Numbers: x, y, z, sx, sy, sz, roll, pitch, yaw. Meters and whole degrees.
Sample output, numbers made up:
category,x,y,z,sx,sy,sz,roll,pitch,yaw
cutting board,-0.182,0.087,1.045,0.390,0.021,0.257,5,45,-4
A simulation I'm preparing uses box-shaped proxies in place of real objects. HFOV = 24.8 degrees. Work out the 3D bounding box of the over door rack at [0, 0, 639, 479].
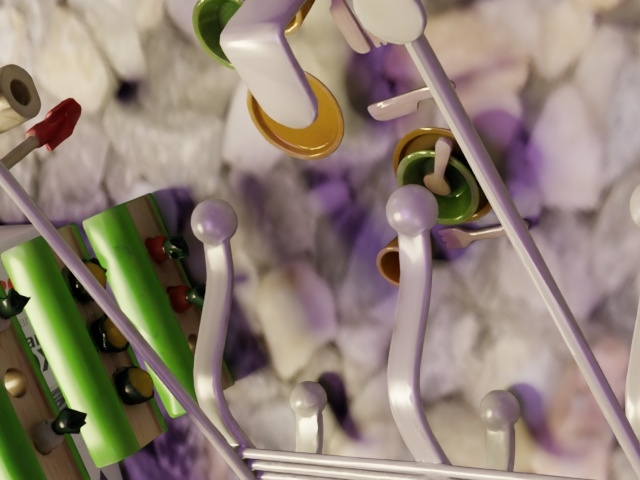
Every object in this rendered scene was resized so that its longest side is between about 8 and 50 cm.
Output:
category,x,y,z,sx,sy,sz,roll,pitch,yaw
over door rack,0.000,0.000,0.543,0.239,0.108,0.324,-2,146,38

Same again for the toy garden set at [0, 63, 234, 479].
category,x,y,z,sx,sy,sz,roll,pitch,yaw
toy garden set,-0.128,0.006,0.632,0.049,0.244,0.204,-22,93,27

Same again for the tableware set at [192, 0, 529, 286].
category,x,y,z,sx,sy,sz,roll,pitch,yaw
tableware set,0.012,-0.047,0.613,0.104,0.024,0.154,-13,118,40

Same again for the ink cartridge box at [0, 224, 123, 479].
category,x,y,z,sx,sy,sz,roll,pitch,yaw
ink cartridge box,-0.205,0.126,0.780,0.100,0.172,0.237,-6,104,39
